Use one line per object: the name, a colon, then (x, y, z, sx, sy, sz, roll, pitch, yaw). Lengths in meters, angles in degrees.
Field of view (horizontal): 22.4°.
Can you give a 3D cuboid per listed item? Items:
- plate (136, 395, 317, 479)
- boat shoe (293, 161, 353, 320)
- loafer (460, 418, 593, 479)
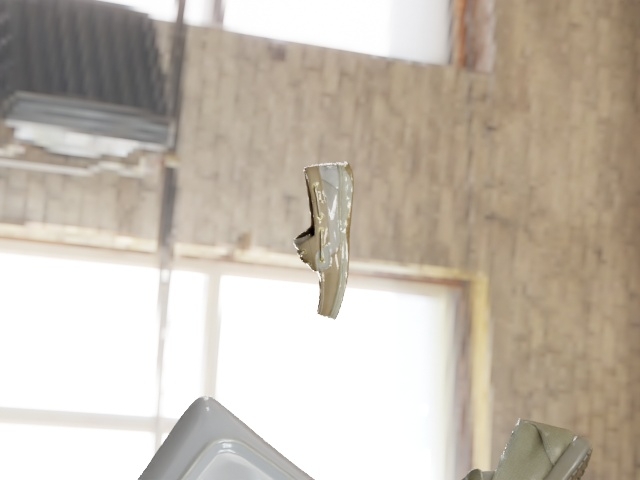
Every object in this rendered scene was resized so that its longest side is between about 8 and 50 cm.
plate: (-0.083, 0.331, 1.678, 0.277, 0.278, 0.045, -53, -179, -33)
boat shoe: (0.000, 0.000, 1.717, 0.063, 0.059, 0.170, -135, -132, -80)
loafer: (0.170, 0.290, 1.654, 0.092, 0.268, 0.102, 35, -24, 23)
